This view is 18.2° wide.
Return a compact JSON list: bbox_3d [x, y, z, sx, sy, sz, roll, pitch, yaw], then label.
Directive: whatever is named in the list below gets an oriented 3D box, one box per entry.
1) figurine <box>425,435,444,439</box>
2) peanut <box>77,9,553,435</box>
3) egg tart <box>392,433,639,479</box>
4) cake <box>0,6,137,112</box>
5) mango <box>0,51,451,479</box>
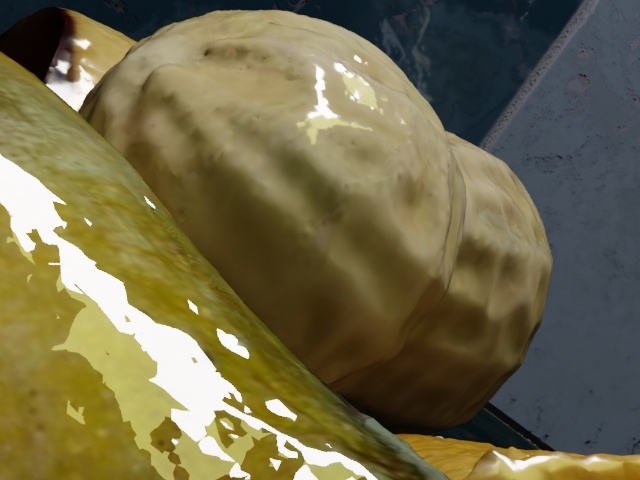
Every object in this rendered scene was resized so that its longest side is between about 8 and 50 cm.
[{"bbox_3d":[-0.012,0.118,0.973,0.234,0.127,0.185,20,6,-39],"label":"figurine"},{"bbox_3d":[0.000,0.000,0.655,0.136,0.120,0.298,47,7,20],"label":"peanut"},{"bbox_3d":[0.030,0.137,0.576,0.202,0.202,0.147,33,-5,-31],"label":"egg tart"},{"bbox_3d":[-0.097,0.028,0.801,0.178,0.207,0.185,44,-11,-22],"label":"cake"},{"bbox_3d":[-0.111,0.047,0.469,0.329,0.176,0.175,40,19,18],"label":"mango"}]
